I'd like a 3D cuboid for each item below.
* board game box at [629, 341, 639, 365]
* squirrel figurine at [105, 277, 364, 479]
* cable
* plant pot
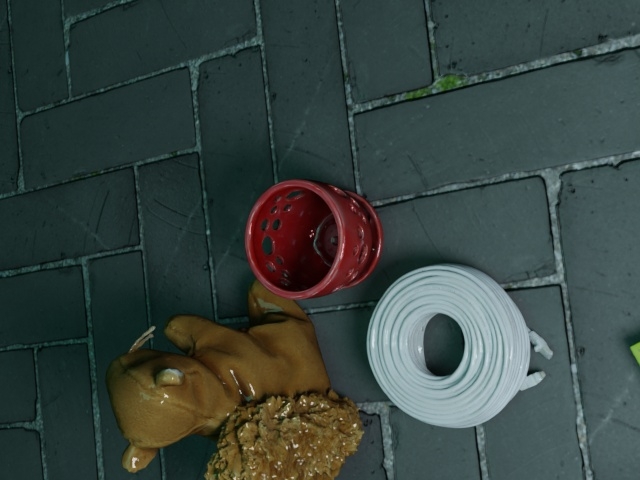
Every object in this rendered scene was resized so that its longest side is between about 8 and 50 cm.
[{"bbox_3d":[0.513,0.205,1.315,0.092,0.043,0.181,-34,71,27],"label":"board game box"},{"bbox_3d":[-0.140,0.270,1.537,0.397,0.370,0.281,41,109,27],"label":"squirrel figurine"},{"bbox_3d":[0.194,0.165,1.493,0.257,0.089,0.257,-44,67,24],"label":"cable"},{"bbox_3d":[0.000,0.000,1.572,0.191,0.174,0.191,-2,87,33],"label":"plant pot"}]
